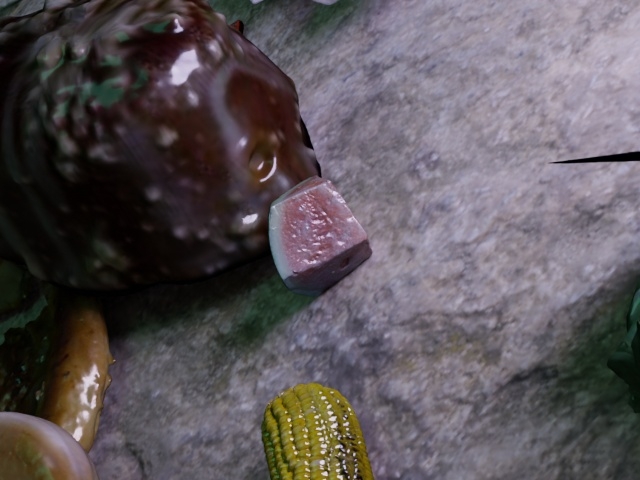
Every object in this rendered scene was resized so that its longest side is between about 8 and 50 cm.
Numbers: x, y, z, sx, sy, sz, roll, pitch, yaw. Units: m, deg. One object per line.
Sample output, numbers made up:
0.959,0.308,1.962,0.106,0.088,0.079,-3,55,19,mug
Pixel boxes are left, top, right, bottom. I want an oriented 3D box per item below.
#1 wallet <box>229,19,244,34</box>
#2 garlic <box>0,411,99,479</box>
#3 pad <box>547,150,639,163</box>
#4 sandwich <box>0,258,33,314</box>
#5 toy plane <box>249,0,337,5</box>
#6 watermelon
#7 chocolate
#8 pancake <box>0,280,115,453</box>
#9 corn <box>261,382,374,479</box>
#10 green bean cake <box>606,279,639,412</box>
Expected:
-0.151,-0.128,1.843,0.196,0.020,0.103,-27,42,29,wallet
-0.250,0.241,1.525,0.228,0.110,0.217,6,81,32,garlic
0.183,-0.078,1.154,0.250,0.323,0.055,-2,72,68,pad
-0.402,0.034,1.857,0.198,0.155,0.227,-51,35,2,sandwich
0.019,-0.297,1.731,0.252,0.118,0.252,-25,44,27,toy plane
-0.005,-0.003,1.513,0.072,0.084,0.092,-29,20,41,watermelon
-0.176,-0.100,1.638,0.340,0.210,0.225,-1,49,37,chocolate
-0.269,0.130,1.703,0.244,0.057,0.266,-16,45,37,pancake
0.005,0.180,1.355,0.072,0.072,0.203,-36,39,19,corn
0.292,0.104,1.026,0.300,0.169,0.308,-2,59,46,green bean cake
